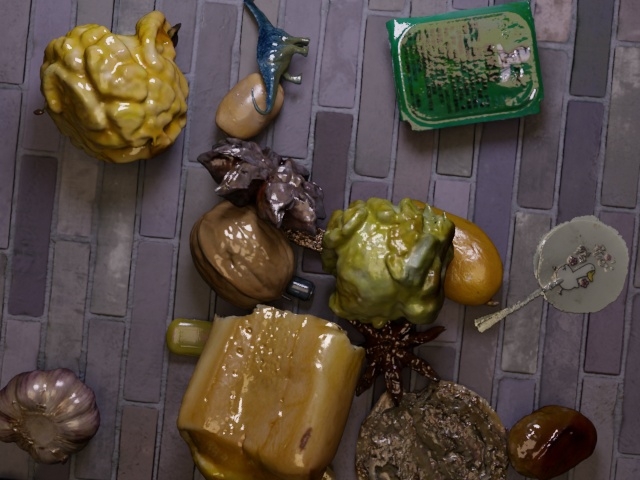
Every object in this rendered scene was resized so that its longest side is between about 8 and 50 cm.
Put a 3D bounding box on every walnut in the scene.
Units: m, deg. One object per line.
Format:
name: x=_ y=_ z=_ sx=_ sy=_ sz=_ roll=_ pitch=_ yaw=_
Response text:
walnut: x=-0.176 y=0.033 z=1.674 sx=0.225 sy=0.225 sz=0.261 roll=-41 pitch=87 yaw=0

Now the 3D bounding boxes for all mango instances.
mango: x=0.306 y=0.031 z=1.719 sx=0.317 sy=0.119 sz=0.176 roll=44 pitch=101 yaw=10

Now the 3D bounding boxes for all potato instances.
potato: x=-0.163 y=-0.312 z=1.723 sx=0.178 sy=0.109 sz=0.118 roll=-43 pitch=76 yaw=0

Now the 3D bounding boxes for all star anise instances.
star anise: x=-0.115 y=-0.128 z=1.630 sx=0.331 sy=0.332 sz=0.118 roll=39 pitch=113 yaw=0
star anise: x=0.166 y=0.245 z=1.728 sx=0.288 sy=0.088 sz=0.288 roll=0 pitch=80 yaw=2

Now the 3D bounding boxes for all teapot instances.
teapot: x=-0.058 y=0.114 z=1.761 sx=0.083 sy=0.063 sz=0.049 roll=23 pitch=59 yaw=3

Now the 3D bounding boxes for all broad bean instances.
broad bean: x=0.531 y=0.467 z=1.705 sx=0.228 sy=0.122 sz=0.156 roll=-16 pitch=100 yaw=-15

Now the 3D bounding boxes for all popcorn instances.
popcorn: x=0.138 y=0.039 z=1.610 sx=0.312 sy=0.312 sz=0.312 roll=0 pitch=90 yaw=0
popcorn: x=-0.438 y=-0.349 z=1.638 sx=0.349 sy=0.349 sz=0.382 roll=41 pitch=65 yaw=0

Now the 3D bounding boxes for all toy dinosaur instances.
toy dinosaur: x=-0.099 y=-0.427 z=1.699 sx=0.147 sy=0.076 sz=0.363 roll=3 pitch=61 yaw=-15

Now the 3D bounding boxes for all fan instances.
fan: x=0.556 y=0.108 z=1.768 sx=0.414 sy=0.012 sz=0.233 roll=-33 pitch=90 yaw=0

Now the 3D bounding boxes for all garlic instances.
garlic: x=-0.632 y=0.396 z=1.713 sx=0.244 sy=0.160 sz=0.245 roll=-1 pitch=111 yaw=-3

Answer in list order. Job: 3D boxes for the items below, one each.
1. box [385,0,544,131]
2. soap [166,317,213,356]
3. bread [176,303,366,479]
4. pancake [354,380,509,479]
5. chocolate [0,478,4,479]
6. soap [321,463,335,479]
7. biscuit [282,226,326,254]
box: x=0.332 y=-0.397 z=1.722 sx=0.336 sy=0.106 sz=0.264 roll=-8 pitch=91 yaw=0
soap: x=-0.298 y=0.233 z=1.758 sx=0.140 sy=0.045 sz=0.089 roll=6 pitch=88 yaw=1
bread: x=-0.109 y=0.368 z=1.612 sx=0.361 sy=0.250 sz=0.394 roll=9 pitch=66 yaw=21
pancake: x=0.265 y=0.509 z=1.744 sx=0.382 sy=0.071 sz=0.382 roll=0 pitch=88 yaw=3
chocolate: x=-0.769 y=0.697 z=1.737 sx=0.224 sy=0.206 sz=0.177 roll=-9 pitch=135 yaw=10
soap: x=-0.063 y=0.546 z=1.744 sx=0.232 sy=0.073 sz=0.140 roll=45 pitch=90 yaw=0
biscuit: x=0.000 y=0.000 z=1.761 sx=0.199 sy=0.034 sz=0.064 roll=21 pitch=90 yaw=1
